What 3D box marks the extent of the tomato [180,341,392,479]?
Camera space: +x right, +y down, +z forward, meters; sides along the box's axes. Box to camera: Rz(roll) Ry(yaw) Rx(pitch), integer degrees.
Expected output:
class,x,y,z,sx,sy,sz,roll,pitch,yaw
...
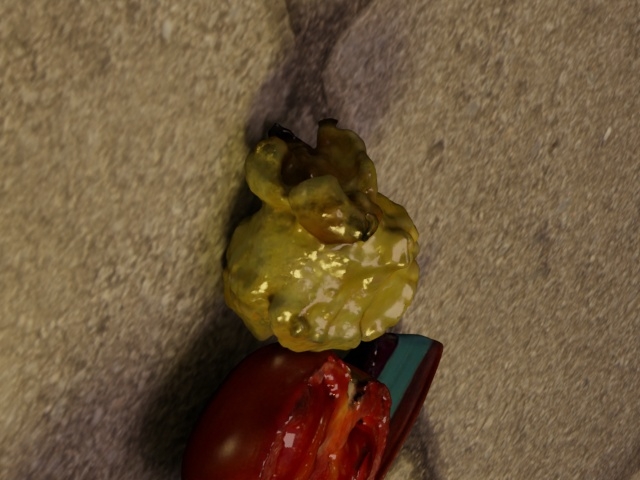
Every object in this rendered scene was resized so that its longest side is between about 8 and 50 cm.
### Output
class,x,y,z,sx,sy,sz,roll,pitch,yaw
tomato,-0.047,0.183,1.699,0.200,0.139,0.233,-64,150,-11

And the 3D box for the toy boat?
class,x,y,z,sx,sy,sz,roll,pitch,yaw
toy boat,-0.012,0.249,1.858,0.079,0.136,0.392,33,87,-30

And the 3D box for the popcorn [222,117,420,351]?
class,x,y,z,sx,sy,sz,roll,pitch,yaw
popcorn,0.010,0.002,1.597,0.168,0.173,0.195,5,127,-13
